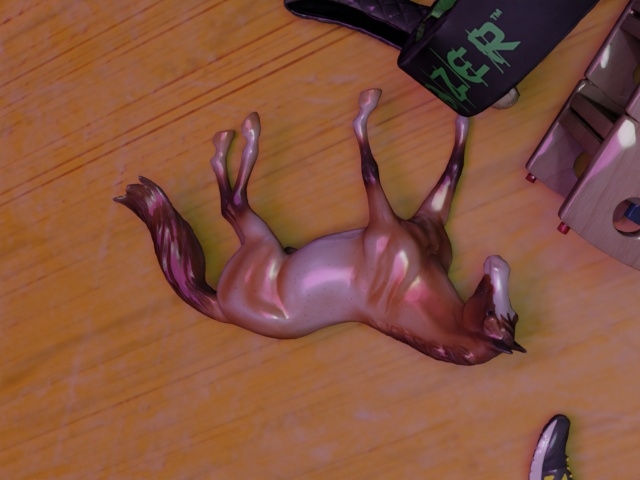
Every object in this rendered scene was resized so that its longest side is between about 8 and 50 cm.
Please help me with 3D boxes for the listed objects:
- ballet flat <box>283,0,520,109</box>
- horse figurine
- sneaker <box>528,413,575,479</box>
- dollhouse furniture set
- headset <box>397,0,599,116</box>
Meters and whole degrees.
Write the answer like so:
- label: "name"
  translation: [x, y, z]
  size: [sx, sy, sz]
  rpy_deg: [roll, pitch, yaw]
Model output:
- label: "ballet flat"
  translation: [0.051, -0.122, 0.855]
  size: [0.173, 0.057, 0.049]
  rpy_deg: [36, 81, 30]
- label: "horse figurine"
  translation: [0.000, 0.000, 0.876]
  size: [0.263, 0.066, 0.174]
  rpy_deg: [-7, 80, 23]
- label: "sneaker"
  translation: [0.140, 0.144, 0.826]
  size: [0.035, 0.031, 0.083]
  rpy_deg: [12, 98, 12]
- label: "dollhouse furniture set"
  translation: [0.227, -0.031, 0.755]
  size: [0.184, 0.129, 0.129]
  rpy_deg: [30, 104, -7]
- label: "headset"
  translation: [0.156, -0.245, 0.719]
  size: [0.185, 0.243, 0.394]
  rpy_deg: [40, 75, -5]
